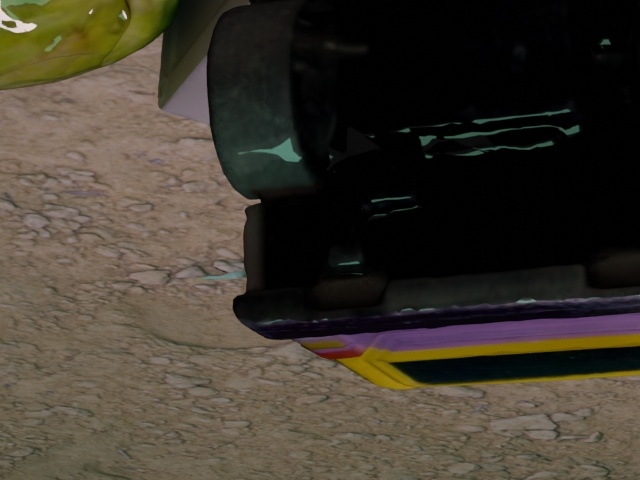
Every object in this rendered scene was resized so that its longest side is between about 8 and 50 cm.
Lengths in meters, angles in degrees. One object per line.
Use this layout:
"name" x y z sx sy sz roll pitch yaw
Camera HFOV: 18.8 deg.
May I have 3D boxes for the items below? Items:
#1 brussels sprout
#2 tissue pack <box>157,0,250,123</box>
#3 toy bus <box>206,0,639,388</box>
"brussels sprout" -0.186 -0.170 1.205 0.223 0.161 0.223 7 164 2
"tissue pack" 0.005 -0.175 1.189 0.136 0.159 0.246 12 157 -21
"toy bus" 0.088 -0.164 0.856 0.209 0.440 0.249 -6 165 16
